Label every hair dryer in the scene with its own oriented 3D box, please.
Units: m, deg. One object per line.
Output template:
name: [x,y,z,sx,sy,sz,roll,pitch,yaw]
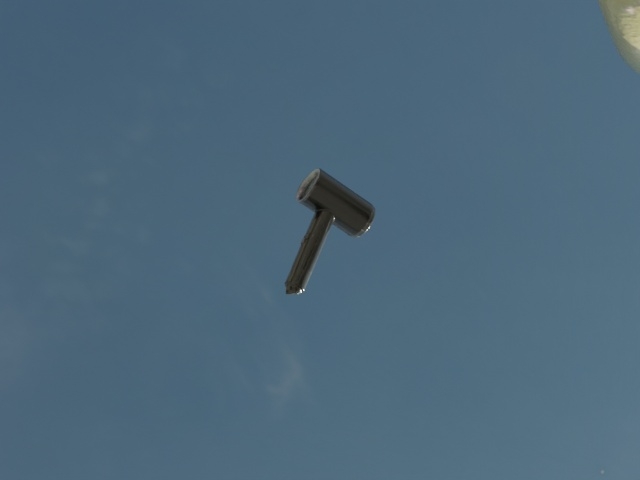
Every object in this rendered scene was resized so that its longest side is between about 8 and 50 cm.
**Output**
hair dryer: [0.000,0.000,0.842,0.047,0.026,0.083,33,-122,-16]

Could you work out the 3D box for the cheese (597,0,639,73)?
cheese: [0.137,-0.134,0.589,0.049,0.235,0.127,6,-83,23]
